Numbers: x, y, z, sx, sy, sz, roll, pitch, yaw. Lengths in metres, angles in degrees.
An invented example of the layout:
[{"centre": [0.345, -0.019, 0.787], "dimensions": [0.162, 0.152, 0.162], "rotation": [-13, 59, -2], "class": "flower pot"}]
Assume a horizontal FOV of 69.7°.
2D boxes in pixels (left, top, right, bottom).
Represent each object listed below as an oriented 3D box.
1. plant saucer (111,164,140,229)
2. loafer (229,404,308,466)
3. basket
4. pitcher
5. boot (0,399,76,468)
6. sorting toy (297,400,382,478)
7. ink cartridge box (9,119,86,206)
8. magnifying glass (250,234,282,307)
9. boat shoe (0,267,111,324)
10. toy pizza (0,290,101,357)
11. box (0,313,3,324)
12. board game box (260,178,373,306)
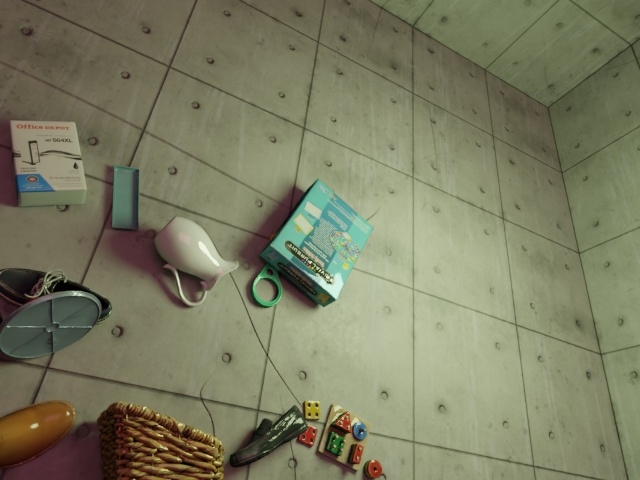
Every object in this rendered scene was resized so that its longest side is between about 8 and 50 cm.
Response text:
[{"centre": [-0.527, -0.115, 1.247], "dimensions": [0.067, 0.018, 0.192], "rotation": [5, 63, -29], "class": "plant saucer"}, {"centre": [-0.131, 0.482, 1.136], "dimensions": [0.223, 0.076, 0.078], "rotation": [-15, 69, -40], "class": "loafer"}, {"centre": [-0.309, 0.424, 0.911], "dimensions": [0.213, 0.299, 0.223], "rotation": [-1, 66, -31], "class": "basket"}, {"centre": [-0.348, 0.055, 1.210], "dimensions": [0.207, 0.125, 0.178], "rotation": [45, 66, -17], "class": "pitcher"}, {"centre": [-0.592, 0.357, 0.828], "dimensions": [0.283, 0.220, 0.109], "rotation": [-7, 69, -33], "class": "boot"}, {"centre": [0.067, 0.527, 1.245], "dimensions": [0.274, 0.046, 0.132], "rotation": [32, 53, -12], "class": "sorting toy"}, {"centre": [-0.683, -0.194, 1.151], "dimensions": [0.148, 0.086, 0.203], "rotation": [-8, 70, -33], "class": "ink cartridge box"}, {"centre": [-0.150, 0.087, 1.361], "dimensions": [0.092, 0.026, 0.231], "rotation": [18, 57, -22], "class": "magnifying glass"}, {"centre": [-0.601, 0.120, 1.038], "dimensions": [0.254, 0.079, 0.095], "rotation": [28, 53, -16], "class": "boat shoe"}, {"centre": [-0.567, 0.171, 0.965], "dimensions": [0.201, 0.201, 0.032], "rotation": [-21, 57, -37], "class": "toy pizza"}, {"centre": [-0.725, 0.206, 0.783], "dimensions": [0.182, 0.294, 0.296], "rotation": [33, 53, -12], "class": "box"}, {"centre": [0.000, 0.000, 1.445], "dimensions": [0.253, 0.079, 0.336], "rotation": [41, 49, -10], "class": "board game box"}]
